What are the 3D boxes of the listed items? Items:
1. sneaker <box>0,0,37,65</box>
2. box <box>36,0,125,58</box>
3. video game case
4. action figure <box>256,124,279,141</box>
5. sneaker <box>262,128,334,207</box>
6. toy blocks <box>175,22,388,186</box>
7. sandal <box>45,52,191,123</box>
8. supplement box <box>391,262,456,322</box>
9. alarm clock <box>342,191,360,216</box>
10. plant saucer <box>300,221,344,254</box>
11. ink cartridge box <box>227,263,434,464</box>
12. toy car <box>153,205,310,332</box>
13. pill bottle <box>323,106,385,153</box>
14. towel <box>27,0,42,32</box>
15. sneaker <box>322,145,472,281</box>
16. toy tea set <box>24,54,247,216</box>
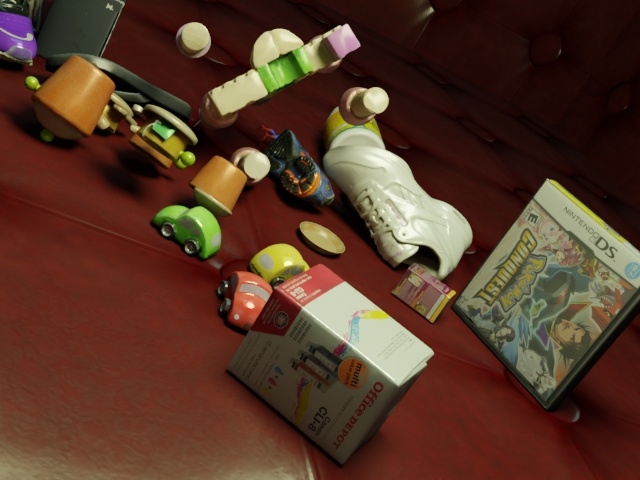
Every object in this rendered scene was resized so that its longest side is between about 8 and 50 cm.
[{"bbox_3d":[-0.521,-0.399,1.441,0.102,0.146,0.293,9,31,-45],"label":"sneaker"},{"bbox_3d":[-0.412,-0.402,1.581,0.108,0.153,0.207,24,22,-17],"label":"box"},{"bbox_3d":[0.363,0.082,1.412,0.035,0.275,0.248,12,29,-46],"label":"video game case"},{"bbox_3d":[-0.076,-0.190,1.743,0.115,0.030,0.038,17,31,-44],"label":"action figure"},{"bbox_3d":[-0.042,-0.122,1.599,0.087,0.083,0.221,43,10,-37],"label":"sneaker"},{"bbox_3d":[-0.085,-0.283,1.504,0.309,0.289,0.260,62,-9,-9],"label":"toy blocks"},{"bbox_3d":[-0.321,-0.236,1.454,0.254,0.054,0.097,21,-17,-35],"label":"sandal"},{"bbox_3d":[0.166,0.085,1.445,0.083,0.055,0.043,37,21,12],"label":"supplement box"},{"bbox_3d":[0.109,-0.072,1.680,0.129,0.064,0.192,15,33,-19],"label":"alarm clock"},{"bbox_3d":[0.000,0.000,1.457,0.083,0.015,0.083,27,22,-12],"label":"plant saucer"},{"bbox_3d":[0.014,0.138,1.032,0.176,0.128,0.127,37,23,13],"label":"ink cartridge box"},{"bbox_3d":[-0.125,0.014,1.213,0.225,0.053,0.239,35,22,8],"label":"toy car"},{"bbox_3d":[0.066,-0.207,1.843,0.118,0.117,0.208,25,22,-16],"label":"pill bottle"},{"bbox_3d":[-0.518,-0.503,1.618,0.049,0.187,0.282,7,28,-19],"label":"towel"},{"bbox_3d":[0.125,-0.049,1.550,0.305,0.114,0.152,36,52,-5],"label":"sneaker"},{"bbox_3d":[-0.269,-0.130,1.288,0.336,0.124,0.200,32,-8,17],"label":"toy tea set"}]
